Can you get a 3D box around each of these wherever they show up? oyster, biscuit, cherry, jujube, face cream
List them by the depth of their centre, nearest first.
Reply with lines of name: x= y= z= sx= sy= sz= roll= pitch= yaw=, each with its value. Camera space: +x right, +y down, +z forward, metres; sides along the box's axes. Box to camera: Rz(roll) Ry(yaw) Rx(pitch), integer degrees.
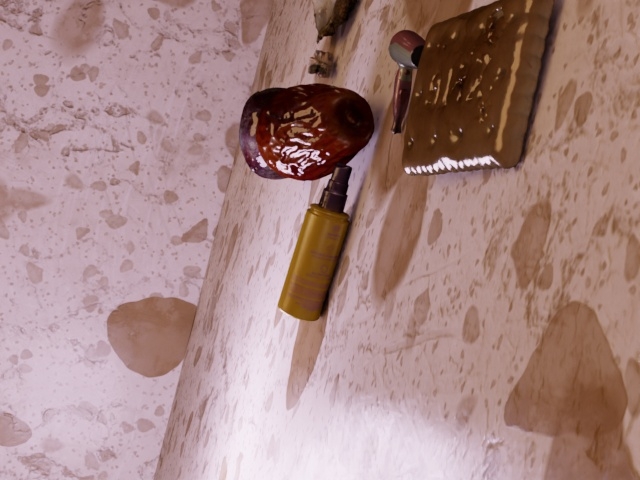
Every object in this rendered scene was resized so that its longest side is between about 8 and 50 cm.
biscuit: x=0.180 y=-0.187 z=1.440 sx=0.325 sy=0.044 sz=0.217 roll=-171 pitch=95 yaw=-73
face cream: x=0.000 y=0.000 z=2.018 sx=0.078 sy=0.078 sz=0.273 roll=-120 pitch=45 yaw=-73
jujube: x=-0.006 y=-0.196 z=2.066 sx=0.255 sy=0.190 sz=0.190 roll=-14 pitch=60 yaw=62
cherry: x=-0.085 y=-0.225 z=2.449 sx=0.195 sy=0.195 sz=0.195 roll=-165 pitch=90 yaw=-78
oyster: x=0.036 y=-0.530 z=2.513 sx=0.396 sy=0.111 sz=0.204 roll=147 pitch=119 yaw=-72

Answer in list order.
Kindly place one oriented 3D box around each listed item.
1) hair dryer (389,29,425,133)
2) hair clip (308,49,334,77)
hair dryer: x=0.133 y=-0.239 z=1.812 sx=0.106 sy=0.054 sz=0.154 roll=-115 pitch=31 yaw=-65
hair clip: x=0.002 y=-0.383 z=2.563 sx=0.214 sy=0.056 sz=0.062 roll=-90 pitch=1 yaw=-77
